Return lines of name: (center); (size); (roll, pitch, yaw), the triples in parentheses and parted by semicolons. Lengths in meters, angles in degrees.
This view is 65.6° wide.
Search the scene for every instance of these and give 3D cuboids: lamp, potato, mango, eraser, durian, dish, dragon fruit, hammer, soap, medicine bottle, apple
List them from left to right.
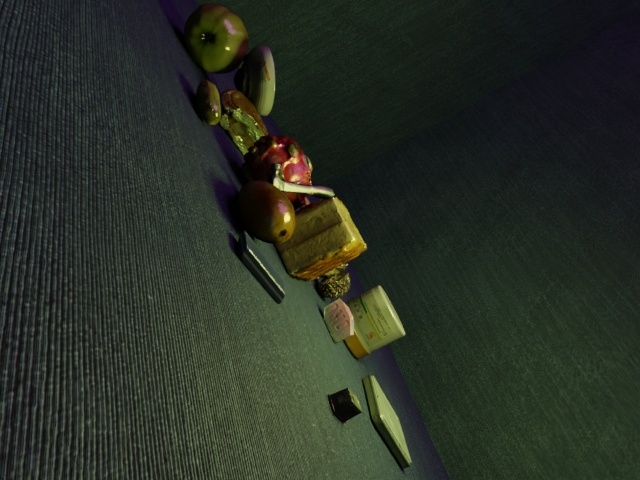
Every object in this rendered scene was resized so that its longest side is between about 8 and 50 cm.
potato: (-0.370, -0.454, 1.631); (0.105, 0.085, 0.188); (90, -16, -54)
apple: (-0.419, -0.810, 2.006); (0.279, 0.279, 0.279); (60, 7, -12)
dish: (-0.284, -0.645, 2.003); (0.273, 0.133, 0.274); (175, -90, -68)
eraser: (-0.154, 0.073, 1.314); (0.225, 0.036, 0.082); (57, 9, -39)
mango: (-0.169, -0.090, 1.459); (0.193, 0.146, 0.316); (57, -10, -27)
dragon fruit: (-0.151, -0.222, 1.744); (0.231, 0.236, 0.303); (-40, 124, -39)
hammer: (-0.058, -0.164, 1.646); (0.289, 0.037, 0.137); (5, 92, -47)
durian: (0.034, 0.147, 2.033); (0.196, 0.166, 0.196); (172, -90, -81)
soap: (0.068, 0.290, 1.828); (0.149, 0.100, 0.056); (65, 8, 18)
medicine bottle: (0.202, 0.338, 2.074); (0.238, 0.231, 0.238); (59, 7, -12)
lamp: (0.248, 0.674, 1.867); (0.267, 0.047, 0.269); (61, 7, -19)

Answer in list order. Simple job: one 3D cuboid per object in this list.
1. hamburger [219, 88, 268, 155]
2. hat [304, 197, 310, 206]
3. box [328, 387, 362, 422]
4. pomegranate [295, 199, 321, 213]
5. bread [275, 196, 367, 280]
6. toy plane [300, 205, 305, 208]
hamburger: (-0.307, -0.468, 1.945); (0.309, 0.132, 0.211); (50, 16, -54)
hat: (-0.055, -0.087, 2.390); (0.286, 0.107, 0.237); (-121, -172, -59)
box: (0.069, 0.451, 1.365); (0.085, 0.063, 0.060); (57, 7, -42)
pomegranate: (-0.004, -0.068, 2.116); (0.257, 0.220, 0.221); (-62, 139, -26)
bread: (0.000, 0.000, 1.772); (0.207, 0.278, 0.279); (66, 6, 13)
toy plane: (-0.109, -0.186, 2.243); (0.286, 0.108, 0.092); (52, -14, 0)
